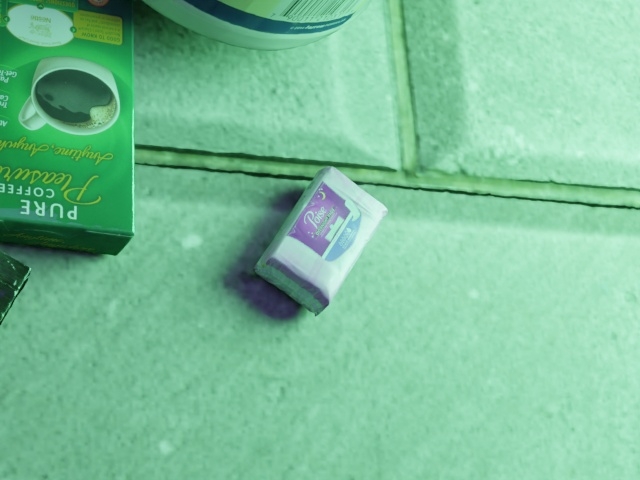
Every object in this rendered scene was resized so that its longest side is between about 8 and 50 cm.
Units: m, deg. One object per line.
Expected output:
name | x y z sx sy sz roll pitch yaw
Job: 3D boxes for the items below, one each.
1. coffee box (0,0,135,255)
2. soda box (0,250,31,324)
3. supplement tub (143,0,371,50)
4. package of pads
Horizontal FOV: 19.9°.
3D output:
coffee box | -0.167 -0.086 1.076 0.113 0.040 0.184 6 67 -23
soda box | -0.248 0.003 0.998 0.169 0.053 0.060 32 60 -10
supplement tub | 0.010 -0.286 1.051 0.235 0.325 0.235 18 53 -25
package of pads | 0.000 0.000 1.121 0.050 0.032 0.083 37 60 -8
